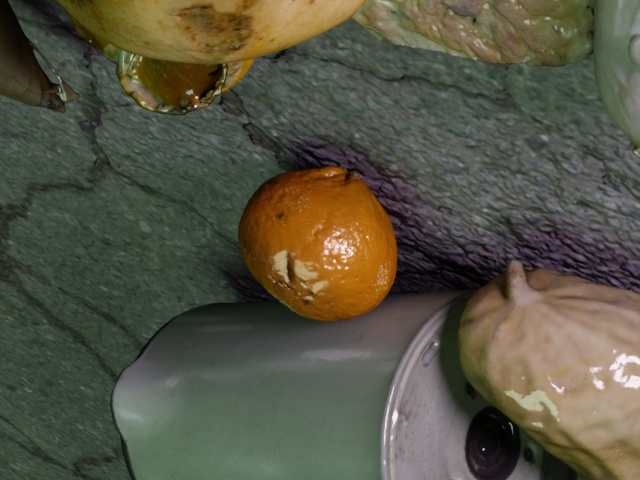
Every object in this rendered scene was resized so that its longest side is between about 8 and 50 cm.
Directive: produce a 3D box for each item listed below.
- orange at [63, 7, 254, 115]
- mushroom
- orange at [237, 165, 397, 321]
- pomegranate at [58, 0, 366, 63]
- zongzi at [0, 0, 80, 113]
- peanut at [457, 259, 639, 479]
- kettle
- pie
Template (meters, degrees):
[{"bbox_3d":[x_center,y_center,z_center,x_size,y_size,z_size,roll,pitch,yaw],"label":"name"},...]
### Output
[{"bbox_3d":[-0.107,-0.175,1.389,0.160,0.112,0.169,9,114,44],"label":"orange"},{"bbox_3d":[0.210,-0.132,1.193,0.099,0.096,0.278,51,162,27],"label":"mushroom"},{"bbox_3d":[0.002,0.001,1.584,0.135,0.117,0.135,43,-165,-14],"label":"orange"},{"bbox_3d":[-0.068,-0.222,1.135,0.260,0.260,0.260,22,152,12],"label":"pomegranate"},{"bbox_3d":[-0.279,-0.214,1.467,0.289,0.123,0.260,34,155,-8],"label":"zongzi"},{"bbox_3d":[0.236,0.124,1.545,0.159,0.143,0.291,-4,142,49],"label":"peanut"},{"bbox_3d":[0.060,0.174,1.749,0.361,0.250,0.377,13,170,-41],"label":"kettle"},{"bbox_3d":[0.085,-0.183,1.258,0.218,0.052,0.185,12,150,33],"label":"pie"}]
